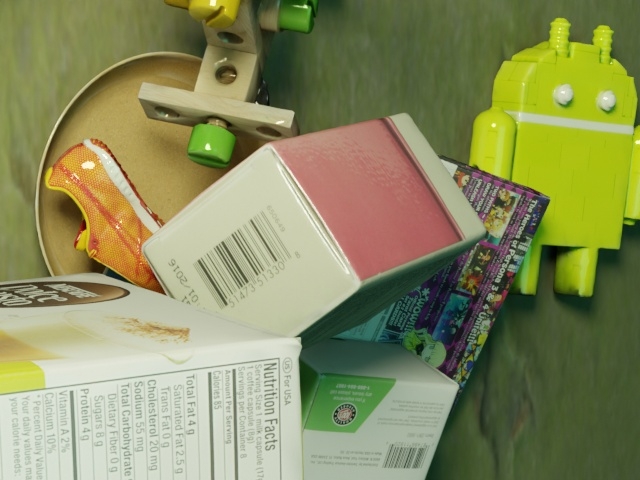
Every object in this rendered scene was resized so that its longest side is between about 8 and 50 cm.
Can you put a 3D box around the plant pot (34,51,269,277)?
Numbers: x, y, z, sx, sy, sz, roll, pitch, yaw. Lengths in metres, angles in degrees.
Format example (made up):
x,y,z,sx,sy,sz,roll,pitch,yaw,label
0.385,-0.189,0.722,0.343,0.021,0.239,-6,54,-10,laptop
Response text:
x,y,z,sx,sy,sz,roll,pitch,yaw,label
-0.134,-0.035,1.338,0.236,0.032,0.236,-6,99,-38,plant pot

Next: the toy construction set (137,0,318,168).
x,y,z,sx,sy,sz,roll,pitch,yaw,label
-0.098,-0.195,1.219,0.308,0.257,0.237,21,79,-16,toy construction set

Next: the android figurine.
x,y,z,sx,sy,sz,roll,pitch,yaw,label
0.239,-0.080,1.615,0.248,0.056,0.273,5,95,-39,android figurine

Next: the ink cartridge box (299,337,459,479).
x,y,z,sx,sy,sz,roll,pitch,yaw,label
0.004,0.201,1.412,0.160,0.092,0.219,9,106,-39,ink cartridge box

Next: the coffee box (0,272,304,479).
x,y,z,sx,sy,sz,roll,pitch,yaw,label
-0.225,0.217,1.079,0.334,0.337,0.338,-6,99,-29,coffee box

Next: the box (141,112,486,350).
x,y,z,sx,sy,sz,roll,pitch,yaw,label
0.000,0.000,1.269,0.127,0.148,0.232,57,29,8,box

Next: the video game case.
x,y,z,sx,sy,sz,roll,pitch,yaw,label
0.081,0.034,1.477,0.210,0.042,0.232,17,101,-38,video game case

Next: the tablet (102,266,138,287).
x,y,z,sx,sy,sz,roll,pitch,yaw,label
-0.148,0.026,1.310,0.054,0.006,0.083,32,77,-36,tablet

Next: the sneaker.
x,y,z,sx,sy,sz,roll,pitch,yaw,label
-0.151,0.002,1.274,0.067,0.064,0.175,-36,106,-1,sneaker
